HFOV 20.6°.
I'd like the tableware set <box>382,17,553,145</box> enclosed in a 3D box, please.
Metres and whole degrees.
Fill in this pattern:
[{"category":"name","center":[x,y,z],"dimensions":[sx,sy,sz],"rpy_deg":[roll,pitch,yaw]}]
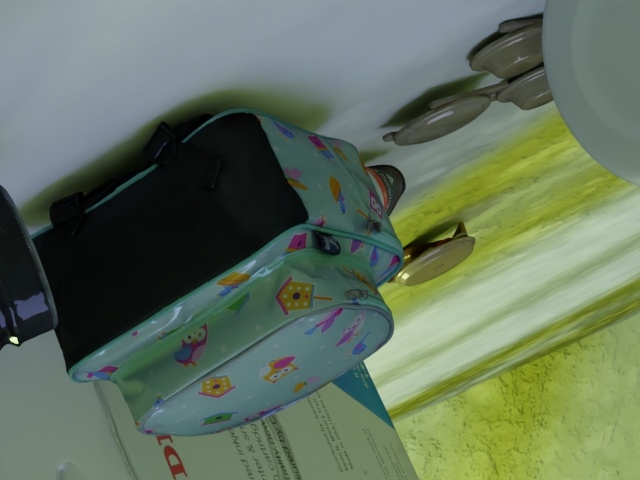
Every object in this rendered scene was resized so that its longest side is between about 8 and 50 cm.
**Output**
[{"category":"tableware set","center":[0.124,-0.102,1.058],"dimensions":[0.141,0.020,0.169],"rpy_deg":[-15,166,-35]}]

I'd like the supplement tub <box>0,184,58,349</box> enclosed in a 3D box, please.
[{"category":"supplement tub","center":[-0.216,0.043,0.752],"dimensions":[0.198,0.106,0.106],"rpy_deg":[-23,169,-16]}]

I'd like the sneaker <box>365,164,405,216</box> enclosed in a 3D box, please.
[{"category":"sneaker","center":[0.000,0.000,1.164],"dimensions":[0.158,0.061,0.065],"rpy_deg":[-33,173,37]}]

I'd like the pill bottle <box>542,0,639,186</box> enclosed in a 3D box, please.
[{"category":"pill bottle","center":[0.252,-0.118,0.934],"dimensions":[0.264,0.146,0.146],"rpy_deg":[-16,165,-41]}]

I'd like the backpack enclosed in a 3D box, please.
[{"category":"backpack","center":[-0.041,0.018,0.941],"dimensions":[0.166,0.144,0.188],"rpy_deg":[-36,169,20]}]

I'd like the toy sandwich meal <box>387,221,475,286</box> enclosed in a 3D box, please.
[{"category":"toy sandwich meal","center":[0.093,0.012,1.506],"dimensions":[0.086,0.029,0.085],"rpy_deg":[-26,165,-8]}]

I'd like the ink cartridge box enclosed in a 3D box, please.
[{"category":"ink cartridge box","center":[-0.085,0.184,1.231],"dimensions":[0.166,0.285,0.395],"rpy_deg":[-29,168,22]}]
